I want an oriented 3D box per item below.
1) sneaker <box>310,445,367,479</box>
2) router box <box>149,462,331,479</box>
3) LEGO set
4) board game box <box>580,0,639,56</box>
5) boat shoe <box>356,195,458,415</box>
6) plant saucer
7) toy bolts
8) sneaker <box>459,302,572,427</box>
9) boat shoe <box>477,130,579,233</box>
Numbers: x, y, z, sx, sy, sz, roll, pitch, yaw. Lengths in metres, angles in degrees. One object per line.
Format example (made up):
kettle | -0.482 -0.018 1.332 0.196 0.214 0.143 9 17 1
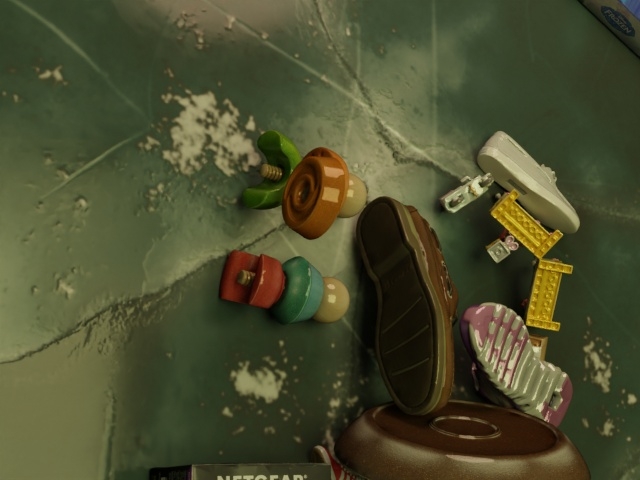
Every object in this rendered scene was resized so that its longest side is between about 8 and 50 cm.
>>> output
sneaker | 0.035 0.300 1.653 0.067 0.042 0.118 -28 102 -26
router box | -0.095 0.284 1.534 0.179 0.133 0.046 4 77 -27
LEGO set | 0.278 0.032 1.827 0.132 0.107 0.287 -25 98 5
board game box | 0.554 -0.436 2.065 0.318 0.066 0.318 38 65 -17
boat shoe | 0.133 0.083 1.669 0.104 0.110 0.307 21 49 -40
plant saucer | 0.172 0.245 1.585 0.310 0.310 0.050 1 101 -28
toy bolts | 0.000 0.000 1.618 0.158 0.218 0.228 17 90 -31
sneaker | 0.236 0.166 1.732 0.236 0.104 0.095 47 62 -37
boat shoe | 0.304 -0.084 1.868 0.184 0.066 0.063 37 66 -7
